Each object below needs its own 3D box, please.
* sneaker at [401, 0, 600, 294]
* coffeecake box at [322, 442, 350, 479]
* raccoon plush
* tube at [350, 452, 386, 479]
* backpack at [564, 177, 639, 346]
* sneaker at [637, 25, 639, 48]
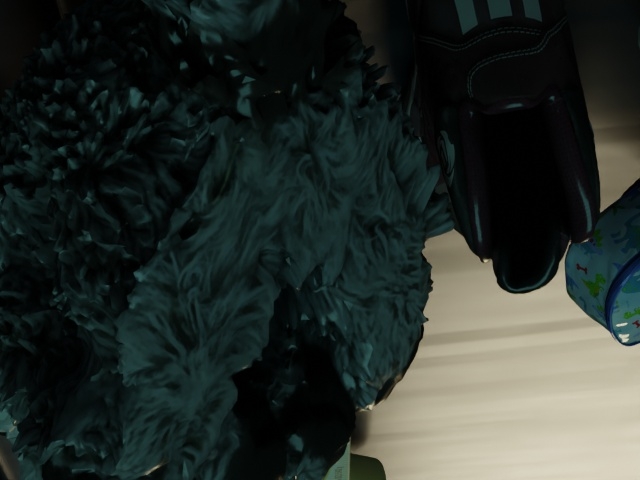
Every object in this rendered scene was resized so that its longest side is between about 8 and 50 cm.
[{"bbox_3d":[0.094,-0.024,0.923,0.106,0.163,0.281,-11,147,7],"label":"sneaker"},{"bbox_3d":[-0.075,0.117,1.181,0.185,0.068,0.142,-4,135,-4],"label":"coffeecake box"},{"bbox_3d":[-0.102,-0.078,0.854,0.299,0.446,0.216,22,-162,39],"label":"raccoon plush"},{"bbox_3d":[-0.072,0.168,1.299,0.240,0.070,0.062,14,178,-21],"label":"tube"},{"bbox_3d":[0.202,0.009,1.033,0.114,0.084,0.105,-34,147,-8],"label":"backpack"},{"bbox_3d":[0.238,-0.125,0.880,0.086,0.064,0.192,13,146,-36],"label":"sneaker"}]
